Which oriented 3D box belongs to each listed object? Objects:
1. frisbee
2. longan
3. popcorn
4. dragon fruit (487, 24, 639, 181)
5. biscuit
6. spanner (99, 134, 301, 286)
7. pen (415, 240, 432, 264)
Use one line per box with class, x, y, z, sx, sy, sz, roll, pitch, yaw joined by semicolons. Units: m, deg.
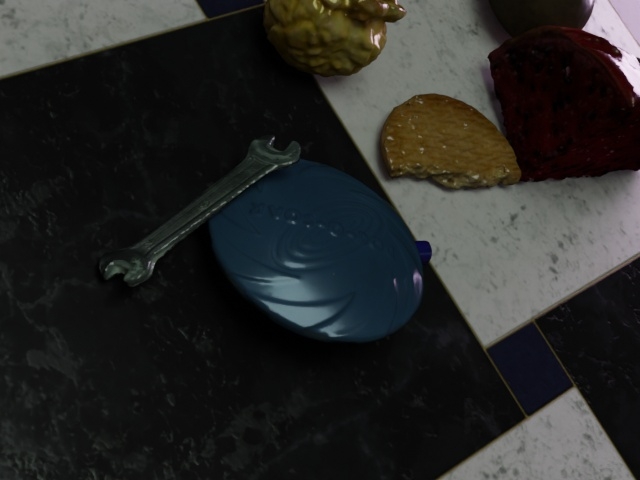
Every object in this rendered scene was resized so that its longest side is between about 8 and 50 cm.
frisbee;0.003;-0.003;1.467;0.289;0.049;0.289;16;45;-17
longan;0.333;-0.383;1.850;0.167;0.167;0.187;-8;44;-34
popcorn;0.016;-0.297;1.609;0.180;0.180;0.170;37;85;-8
dragon fruit;0.394;-0.170;1.790;0.330;0.240;0.302;23;23;-45
biscuit;0.170;-0.138;1.693;0.224;0.033;0.144;0;63;-31
spanner;-0.134;-0.039;1.424;0.071;0.017;0.302;29;53;29
pen;0.024;0.019;1.519;0.269;0.033;0.033;-1;65;-31
